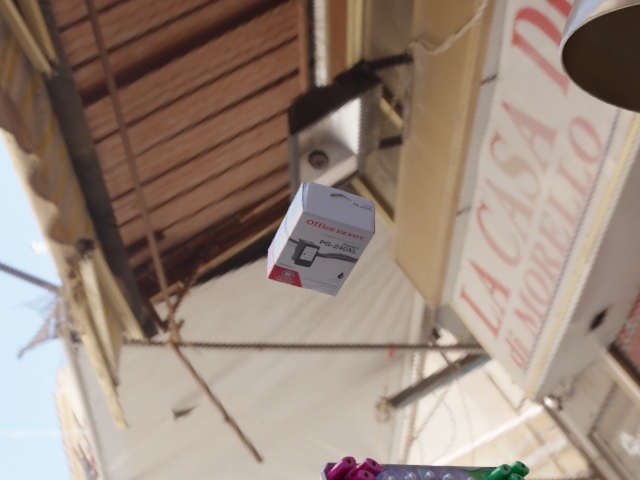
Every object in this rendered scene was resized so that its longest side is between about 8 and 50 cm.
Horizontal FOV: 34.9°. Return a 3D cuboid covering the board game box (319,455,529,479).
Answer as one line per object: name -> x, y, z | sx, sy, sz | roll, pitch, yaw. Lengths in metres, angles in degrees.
board game box -> 0.216, 0.475, 1.397 | 0.390, 0.390, 0.050 | 10, -45, -36

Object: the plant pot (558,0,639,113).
plant pot -> 0.419, -0.275, 1.116 | 0.284, 0.284, 0.190 | 38, -119, -60

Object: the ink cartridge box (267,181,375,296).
ink cartridge box -> 0.000, 0.000, 1.431 | 0.109, 0.063, 0.150 | 16, -45, -14
